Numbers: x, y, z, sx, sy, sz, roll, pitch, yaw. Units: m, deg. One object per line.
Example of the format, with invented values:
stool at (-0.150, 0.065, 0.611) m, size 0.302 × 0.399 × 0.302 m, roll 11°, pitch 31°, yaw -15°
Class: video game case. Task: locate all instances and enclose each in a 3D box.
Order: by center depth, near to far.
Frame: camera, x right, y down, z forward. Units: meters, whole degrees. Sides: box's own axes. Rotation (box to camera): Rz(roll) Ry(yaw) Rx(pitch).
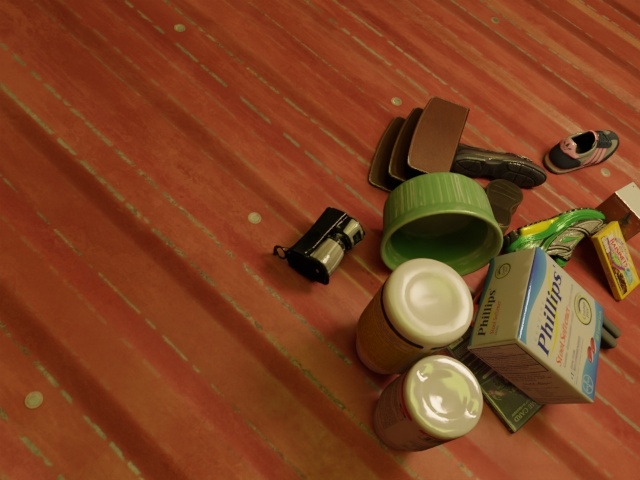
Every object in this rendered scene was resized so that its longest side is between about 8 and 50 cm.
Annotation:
video game case at (0.463, 0.320, 1.367) m, size 0.196 × 0.026 × 0.274 m, roll -30°, pitch 72°, yaw -25°

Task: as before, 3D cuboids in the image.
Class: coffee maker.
coffee maker at (0.000, 0.000, 1.384) m, size 0.171 × 0.120 × 0.178 m, roll 35°, pitch 60°, yaw 9°

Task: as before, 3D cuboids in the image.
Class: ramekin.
ramekin at (0.301, -0.036, 1.375) m, size 0.304 × 0.303 × 0.148 m, roll 7°, pitch 54°, yaw -9°

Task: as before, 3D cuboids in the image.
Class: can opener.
can opener at (0.699, 0.187, 1.466) m, size 0.280 × 0.093 × 0.074 m, roll 40°, pitch 62°, yaw 0°

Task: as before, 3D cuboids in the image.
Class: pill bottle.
pill bottle at (0.213, 0.359, 1.138) m, size 0.160 × 0.283 × 0.160 m, roll 5°, pitch 61°, yaw -10°
pill bottle at (0.188, 0.190, 1.197) m, size 0.188 × 0.334 × 0.187 m, roll 6°, pitch 61°, yaw -10°

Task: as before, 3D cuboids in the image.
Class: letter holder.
letter holder at (0.287, -0.283, 1.588) m, size 0.214 × 0.152 × 0.301 m, roll 23°, pitch 59°, yaw 2°

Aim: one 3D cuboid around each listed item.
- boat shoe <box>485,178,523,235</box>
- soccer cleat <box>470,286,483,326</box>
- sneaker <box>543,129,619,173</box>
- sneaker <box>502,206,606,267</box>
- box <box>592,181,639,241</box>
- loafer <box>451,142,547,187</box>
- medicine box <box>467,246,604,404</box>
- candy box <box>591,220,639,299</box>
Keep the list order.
boat shoe at (0.506, -0.081, 1.554) m, size 0.111 × 0.104 × 0.307 m, roll 30°, pitch 39°, yaw 15°
soccer cleat at (0.462, 0.132, 1.404) m, size 0.083 × 0.095 × 0.248 m, roll 30°, pitch 54°, yaw 23°
sneaker at (0.891, -0.314, 1.749) m, size 0.319 × 0.131 × 0.112 m, roll -23°, pitch 69°, yaw -23°
sneaker at (0.688, 0.005, 1.546) m, size 0.344 × 0.134 × 0.146 m, roll -18°, pitch 78°, yaw -15°
box at (0.894, -0.067, 1.591) m, size 0.091 × 0.170 × 0.130 m, roll -25°, pitch 69°, yaw -23°
loafer at (0.554, -0.244, 1.654) m, size 0.303 × 0.109 × 0.095 m, roll 10°, pitch 56°, yaw -4°
medicine box at (0.526, 0.209, 1.285) m, size 0.289 × 0.149 × 0.263 m, roll 38°, pitch 57°, yaw -21°
candy box at (0.858, 0.057, 1.546) m, size 0.105 × 0.027 × 0.205 m, roll -31°, pitch 101°, yaw -27°
